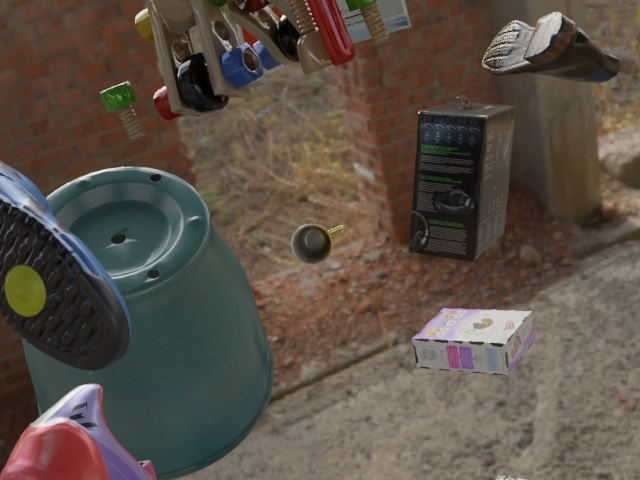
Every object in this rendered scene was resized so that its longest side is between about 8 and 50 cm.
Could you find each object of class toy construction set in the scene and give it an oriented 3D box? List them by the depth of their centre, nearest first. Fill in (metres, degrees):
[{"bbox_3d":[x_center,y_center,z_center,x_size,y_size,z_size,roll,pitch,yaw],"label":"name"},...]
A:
[{"bbox_3d":[-0.087,-0.268,0.850,0.257,0.237,0.309,-32,17,-29],"label":"toy construction set"}]

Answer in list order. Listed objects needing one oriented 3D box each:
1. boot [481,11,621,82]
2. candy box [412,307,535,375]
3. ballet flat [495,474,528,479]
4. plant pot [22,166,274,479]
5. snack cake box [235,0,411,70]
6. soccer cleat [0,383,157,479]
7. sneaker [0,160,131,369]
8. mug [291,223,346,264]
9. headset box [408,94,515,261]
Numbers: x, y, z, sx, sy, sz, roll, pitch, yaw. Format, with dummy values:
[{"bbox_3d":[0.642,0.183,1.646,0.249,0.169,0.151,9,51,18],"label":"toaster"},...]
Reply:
[{"bbox_3d":[0.295,-0.235,1.130,0.106,0.082,0.219,24,2,-16],"label":"boot"},{"bbox_3d":[0.309,0.199,1.721,0.196,0.070,0.165,0,18,33],"label":"candy box"},{"bbox_3d":[0.415,0.549,1.761,0.147,0.147,0.409,-15,-13,-5],"label":"ballet flat"},{"bbox_3d":[-0.193,0.071,0.909,0.272,0.255,0.271,-1,46,1],"label":"plant pot"},{"bbox_3d":[-0.003,-0.381,1.368,0.264,0.152,0.089,-14,-1,12],"label":"snack cake box"},{"bbox_3d":[-0.124,0.208,0.583,0.083,0.248,0.095,-5,37,30],"label":"soccer cleat"},{"bbox_3d":[-0.182,-0.001,0.544,0.209,0.069,0.082,36,18,19],"label":"sneaker"},{"bbox_3d":[-0.003,0.003,1.311,0.078,0.062,0.064,8,8,4],"label":"mug"},{"bbox_3d":[0.272,-0.131,1.630,0.131,0.283,0.246,9,17,23],"label":"headset box"}]
